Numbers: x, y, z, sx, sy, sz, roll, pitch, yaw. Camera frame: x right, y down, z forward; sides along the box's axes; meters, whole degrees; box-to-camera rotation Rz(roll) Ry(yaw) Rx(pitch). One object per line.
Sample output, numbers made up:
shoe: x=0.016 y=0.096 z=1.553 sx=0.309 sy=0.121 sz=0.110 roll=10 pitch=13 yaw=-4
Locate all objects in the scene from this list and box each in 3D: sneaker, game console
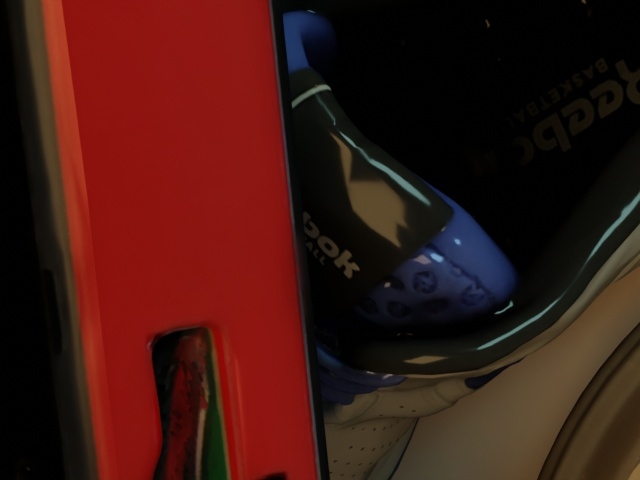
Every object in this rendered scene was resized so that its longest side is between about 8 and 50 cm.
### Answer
sneaker: x=0.001 y=-0.001 z=0.494 sx=0.315 sy=0.182 sz=0.127 roll=-38 pitch=76 yaw=24
game console: x=-0.104 y=-0.005 z=0.507 sx=0.342 sy=0.060 sz=0.387 roll=12 pitch=109 yaw=61

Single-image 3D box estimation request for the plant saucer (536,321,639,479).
plant saucer: x=0.183 y=0.120 z=0.470 sx=0.277 sy=0.041 sz=0.278 roll=0 pitch=91 yaw=14
